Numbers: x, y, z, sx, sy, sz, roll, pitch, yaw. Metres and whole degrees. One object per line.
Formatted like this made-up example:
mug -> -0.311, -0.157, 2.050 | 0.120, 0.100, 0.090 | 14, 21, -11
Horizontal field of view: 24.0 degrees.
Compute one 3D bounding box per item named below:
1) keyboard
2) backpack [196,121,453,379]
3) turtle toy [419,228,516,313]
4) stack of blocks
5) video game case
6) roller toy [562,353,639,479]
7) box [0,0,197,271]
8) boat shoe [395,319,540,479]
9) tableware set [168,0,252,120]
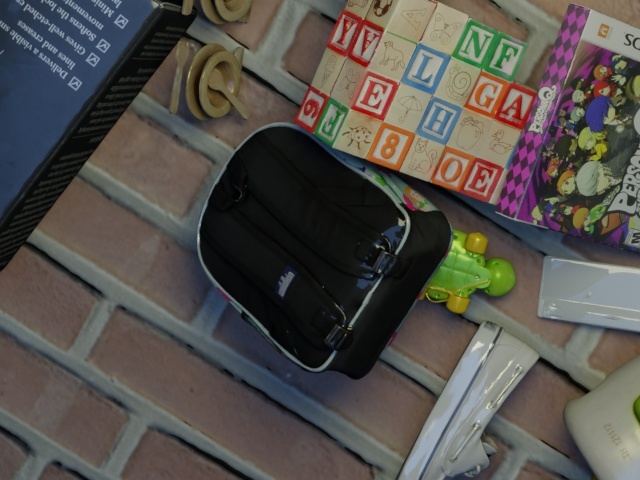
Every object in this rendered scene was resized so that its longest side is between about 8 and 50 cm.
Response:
keyboard -> 0.371, 0.069, 1.674 | 0.256, 0.014, 0.072 | 8, 92, 15
backpack -> 0.000, 0.000, 1.622 | 0.253, 0.191, 0.225 | 37, 105, 26
turtle toy -> 0.155, 0.030, 1.683 | 0.130, 0.066, 0.095 | 18, 100, 3
stack of blocks -> 0.142, -0.145, 1.573 | 0.297, 0.087, 0.171 | 18, 102, -34
video game case -> 0.308, -0.113, 1.604 | 0.210, 0.042, 0.232 | 14, 100, -36
roller toy -> 0.358, 0.231, 1.623 | 0.146, 0.191, 0.209 | -35, 113, 7
box -> -0.377, -0.187, 1.643 | 0.293, 0.212, 0.395 | 39, 98, 0
boat shoe -> 0.158, 0.224, 1.696 | 0.088, 0.096, 0.267 | 28, 90, 7
tableware set -> -0.102, -0.224, 1.649 | 0.039, 0.128, 0.194 | 14, 101, 29
